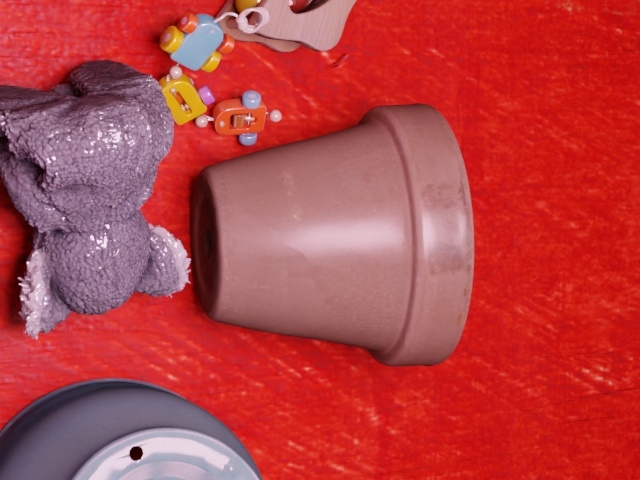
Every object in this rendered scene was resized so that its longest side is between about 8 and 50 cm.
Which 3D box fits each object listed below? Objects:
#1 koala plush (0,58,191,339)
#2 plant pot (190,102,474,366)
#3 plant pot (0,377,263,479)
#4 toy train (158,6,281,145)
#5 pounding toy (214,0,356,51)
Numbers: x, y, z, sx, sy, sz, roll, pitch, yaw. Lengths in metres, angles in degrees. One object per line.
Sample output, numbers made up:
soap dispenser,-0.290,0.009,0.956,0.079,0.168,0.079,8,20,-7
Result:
koala plush,-0.211,-0.029,1.354,0.196,0.203,0.221,-16,113,-31
plant pot,0.000,0.000,1.465,0.229,0.263,0.263,-3,94,-16
plant pot,-0.160,0.250,1.307,0.272,0.255,0.271,2,82,-17
toy train,-0.101,-0.165,1.470,0.125,0.046,0.166,-10,135,-14
pounding toy,0.003,-0.313,1.485,0.154,0.155,0.269,34,74,-35
